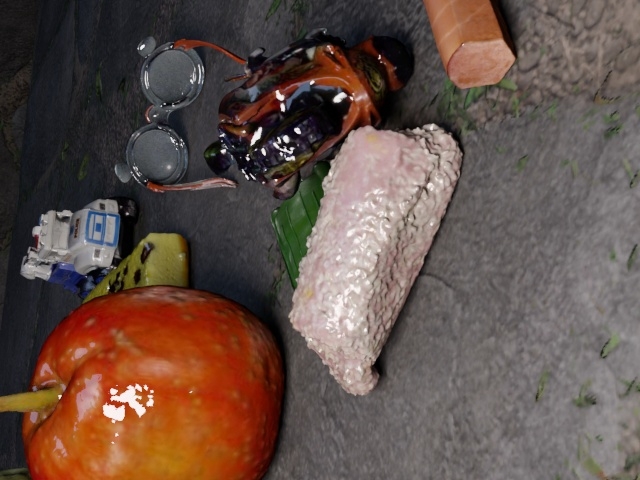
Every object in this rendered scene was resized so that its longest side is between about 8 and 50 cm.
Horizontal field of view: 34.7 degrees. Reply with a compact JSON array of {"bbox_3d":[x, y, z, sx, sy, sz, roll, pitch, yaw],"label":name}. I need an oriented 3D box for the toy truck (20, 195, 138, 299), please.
[{"bbox_3d":[-0.423,0.010,1.795,0.213,0.177,0.161,-36,48,56],"label":"toy truck"}]

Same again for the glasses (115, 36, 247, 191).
[{"bbox_3d":[-0.198,-0.184,1.477,0.268,0.118,0.234,11,88,65],"label":"glasses"}]

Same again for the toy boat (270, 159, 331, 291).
[{"bbox_3d":[0.000,0.000,1.068,0.104,0.052,0.210,-45,39,19],"label":"toy boat"}]

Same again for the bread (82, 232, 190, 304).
[{"bbox_3d":[-0.298,0.104,1.613,0.361,0.077,0.138,-35,51,56],"label":"bread"}]

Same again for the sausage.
[{"bbox_3d":[0.122,-0.212,0.895,0.065,0.065,0.169,-53,36,43],"label":"sausage"}]

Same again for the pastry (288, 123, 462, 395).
[{"bbox_3d":[0.038,0.018,0.917,0.103,0.112,0.265,26,108,45],"label":"pastry"}]

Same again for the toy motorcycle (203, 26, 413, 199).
[{"bbox_3d":[-0.030,-0.139,1.069,0.207,0.134,0.401,-38,13,-13],"label":"toy motorcycle"}]

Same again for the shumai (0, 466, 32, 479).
[{"bbox_3d":[-0.312,0.443,1.282,0.323,0.324,0.398,-36,53,37],"label":"shumai"}]

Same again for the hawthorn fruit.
[{"bbox_3d":[-0.207,0.182,1.112,0.287,0.330,0.287,-14,72,50],"label":"hawthorn fruit"}]
